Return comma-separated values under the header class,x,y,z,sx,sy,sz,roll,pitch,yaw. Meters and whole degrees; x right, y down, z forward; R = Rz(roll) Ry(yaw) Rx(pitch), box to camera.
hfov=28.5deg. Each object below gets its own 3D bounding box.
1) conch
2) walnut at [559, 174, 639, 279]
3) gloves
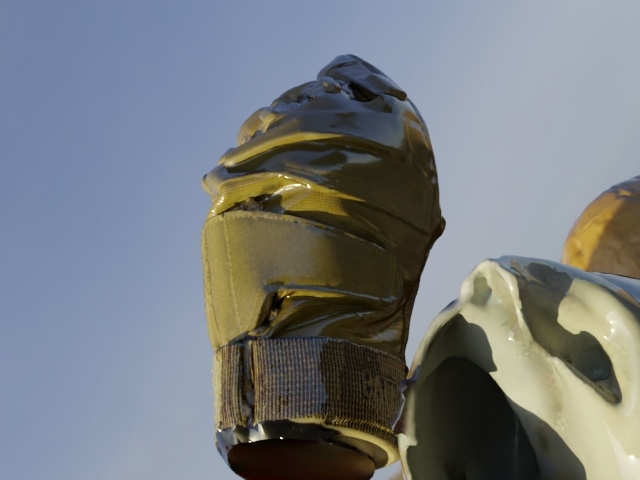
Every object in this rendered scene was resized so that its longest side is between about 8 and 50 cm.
class,x,y,z,sx,sy,sz,roll,pitch,yaw
conch,0.154,0.116,0.631,0.183,0.275,0.149,-40,4,4
walnut,0.292,0.050,1.021,0.193,0.225,0.193,-17,-37,-13
gloves,0.001,-0.008,0.785,0.141,0.154,0.331,89,-176,-52
